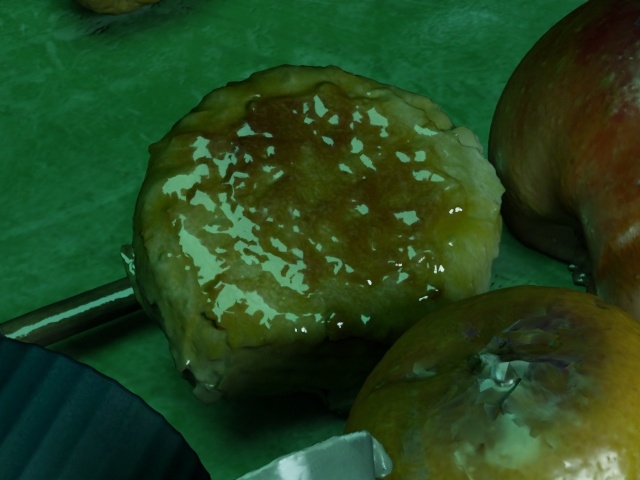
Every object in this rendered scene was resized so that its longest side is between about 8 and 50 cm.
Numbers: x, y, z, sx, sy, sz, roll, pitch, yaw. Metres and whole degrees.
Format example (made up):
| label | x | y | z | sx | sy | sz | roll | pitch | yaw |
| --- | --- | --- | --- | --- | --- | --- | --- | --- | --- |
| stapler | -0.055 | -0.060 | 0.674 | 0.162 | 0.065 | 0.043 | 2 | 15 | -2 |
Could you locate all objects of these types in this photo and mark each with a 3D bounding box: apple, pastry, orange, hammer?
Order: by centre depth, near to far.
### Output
| label | x | y | z | sx | sy | sz | roll | pitch | yaw |
| --- | --- | --- | --- | --- | --- | --- | --- | --- | --- |
| orange | 0.111 | 0.122 | 1.037 | 0.224 | 0.170 | 0.224 | -8 | 42 | 7 |
| apple | 0.241 | -0.082 | 1.227 | 0.251 | 0.163 | 0.293 | -32 | 42 | -19 |
| pastry | -0.006 | -0.002 | 1.227 | 0.257 | 0.121 | 0.236 | -4 | 58 | -8 |
| hammer | -0.093 | 0.022 | 1.306 | 0.365 | 0.043 | 0.111 | -21 | 23 | -10 |

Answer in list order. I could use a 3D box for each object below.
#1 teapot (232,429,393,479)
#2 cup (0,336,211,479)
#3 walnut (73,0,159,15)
| label | x | y | z | sx | sy | sz | roll | pitch | yaw |
| --- | --- | --- | --- | --- | --- | --- | --- | --- | --- |
| teapot | -0.003 | 0.225 | 0.896 | 0.203 | 0.171 | 0.225 | -22 | 76 | -15 |
| cup | -0.178 | 0.225 | 0.971 | 0.308 | 0.242 | 0.292 | 2 | 42 | 24 |
| walnut | -0.173 | -0.293 | 1.605 | 0.165 | 0.165 | 0.197 | -9 | 49 | 9 |
